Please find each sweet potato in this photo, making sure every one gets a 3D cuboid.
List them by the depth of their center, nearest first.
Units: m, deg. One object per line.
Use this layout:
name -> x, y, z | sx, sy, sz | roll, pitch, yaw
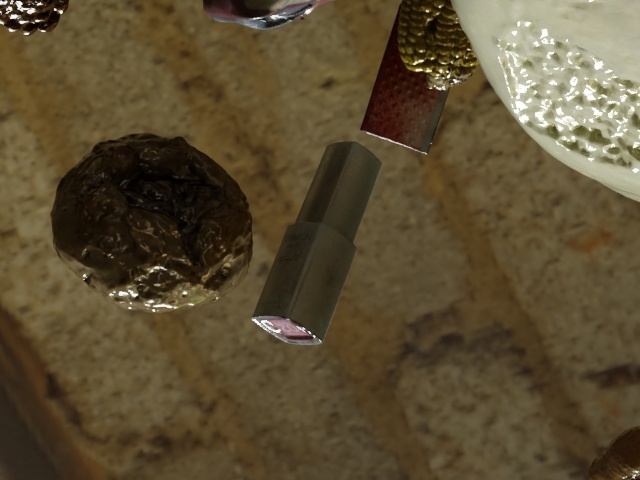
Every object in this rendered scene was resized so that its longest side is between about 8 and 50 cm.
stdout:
sweet potato -> 0.294, 0.239, 1.463 | 0.206, 0.060, 0.068 | 97, 176, -59

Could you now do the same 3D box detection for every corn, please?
corn -> 0.167, -0.338, 1.865 | 0.119, 0.119, 0.321 | -61, -17, -60

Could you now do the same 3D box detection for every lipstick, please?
lipstick -> 0.000, 0.000, 1.814 | 0.077, 0.079, 0.252 | 36, -117, -35

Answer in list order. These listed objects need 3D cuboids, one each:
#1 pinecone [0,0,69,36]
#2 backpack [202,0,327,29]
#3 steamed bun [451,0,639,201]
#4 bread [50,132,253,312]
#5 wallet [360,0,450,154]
pinecone -> -0.353, -0.303, 1.591 | 0.179, 0.195, 0.150 | 54, -144, -58
backpack -> -0.018, -0.442, 1.976 | 0.317, 0.197, 0.283 | -17, -63, -35
steamed bun -> 0.311, -0.248, 1.123 | 0.371, 0.290, 0.456 | -62, -38, -15
bread -> -0.173, -0.026, 1.581 | 0.230, 0.123, 0.230 | 16, -144, -12
wallet -> 0.128, -0.224, 1.984 | 0.020, 0.103, 0.196 | -170, 99, -79
